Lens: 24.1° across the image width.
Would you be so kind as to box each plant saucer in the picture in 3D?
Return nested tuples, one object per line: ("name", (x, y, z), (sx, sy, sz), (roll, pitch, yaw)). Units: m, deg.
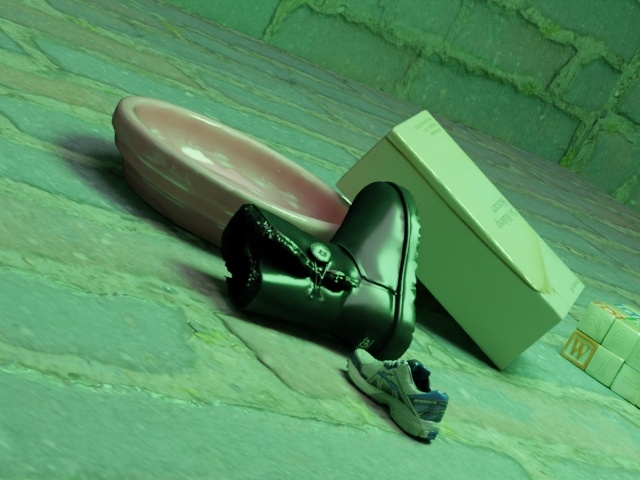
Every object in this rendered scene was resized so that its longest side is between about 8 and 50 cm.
("plant saucer", (-0.108, -0.061, 1.800), (0.332, 0.084, 0.332), (28, 12, -6))

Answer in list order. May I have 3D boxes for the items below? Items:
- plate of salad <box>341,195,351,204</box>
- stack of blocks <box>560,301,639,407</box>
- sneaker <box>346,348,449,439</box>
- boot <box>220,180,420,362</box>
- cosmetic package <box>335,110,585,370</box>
("plate of salad", (0.037, -0.013, 2.000), (0.200, 0.048, 0.200), (28, 14, -8))
("stack of blocks", (0.499, 0.200, 2.065), (0.297, 0.087, 0.171), (35, 14, 27))
("sneaker", (0.080, 0.138, 1.465), (0.052, 0.058, 0.135), (16, 17, -46))
("boot", (0.000, 0.000, 1.602), (0.207, 0.094, 0.246), (25, 45, -25))
("cosmetic package", (0.177, -0.005, 1.873), (0.309, 0.113, 0.160), (47, 24, 2))
